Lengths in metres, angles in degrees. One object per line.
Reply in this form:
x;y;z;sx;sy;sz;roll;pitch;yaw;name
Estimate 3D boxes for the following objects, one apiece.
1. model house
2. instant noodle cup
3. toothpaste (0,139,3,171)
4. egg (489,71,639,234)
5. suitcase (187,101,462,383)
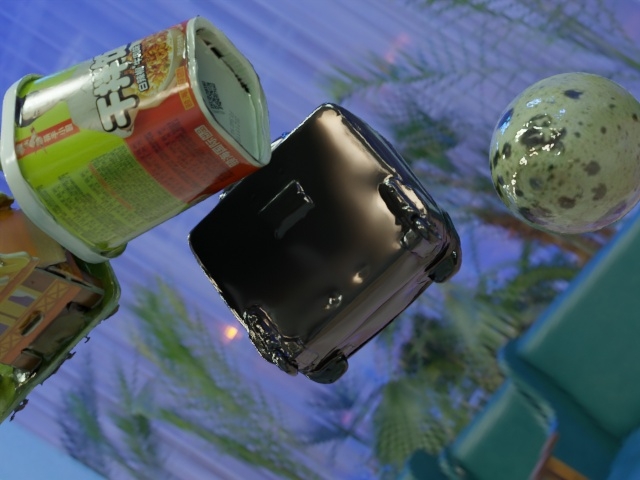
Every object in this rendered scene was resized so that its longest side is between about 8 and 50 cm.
-0.535;0.077;1.894;0.358;0.313;0.242;-44;48;17;model house
-0.250;-0.155;1.830;0.308;0.294;0.294;-23;13;21;instant noodle cup
-0.479;-0.127;1.964;0.038;0.233;0.060;0;74;44;toothpaste
0.268;-0.091;1.394;0.177;0.177;0.228;-58;-14;28;egg
0.000;0.000;1.944;0.345;0.339;0.188;-44;-26;11;suitcase
